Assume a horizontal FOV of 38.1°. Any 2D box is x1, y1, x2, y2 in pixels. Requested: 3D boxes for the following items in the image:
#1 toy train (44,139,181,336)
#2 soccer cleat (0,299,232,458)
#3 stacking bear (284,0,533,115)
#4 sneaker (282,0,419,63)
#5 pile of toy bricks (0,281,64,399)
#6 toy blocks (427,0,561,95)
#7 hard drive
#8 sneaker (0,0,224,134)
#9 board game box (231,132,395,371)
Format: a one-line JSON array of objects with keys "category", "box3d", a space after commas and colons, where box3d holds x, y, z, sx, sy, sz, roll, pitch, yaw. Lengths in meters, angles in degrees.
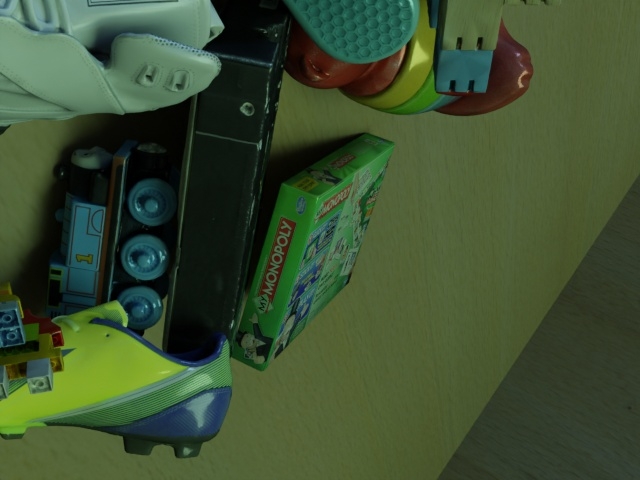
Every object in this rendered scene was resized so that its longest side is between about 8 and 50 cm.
[{"category": "toy train", "box3d": [-0.181, 0.000, 0.808, 0.080, 0.105, 0.184, -98, -163, -70]}, {"category": "soccer cleat", "box3d": [-0.212, 0.100, 0.752, 0.289, 0.093, 0.121, 11, 94, -19]}, {"category": "stacking bear", "box3d": [0.072, -0.217, 1.006, 0.289, 0.175, 0.164, -6, 164, -47]}, {"category": "sneaker", "box3d": [-0.023, -0.323, 0.792, 0.319, 0.127, 0.208, 55, 26, -34]}, {"category": "pile of toy bricks", "box3d": [-0.297, 0.055, 0.653, 0.212, 0.105, 0.118, -8, 126, -10]}, {"category": "toy blocks", "box3d": [0.152, -0.314, 0.854, 0.261, 0.190, 0.381, 90, 1, -50]}, {"category": "hard drive", "box3d": [-0.085, -0.050, 0.860, 0.237, 0.064, 0.339, -83, -177, -59]}, {"category": "sneaker", "box3d": [-0.170, -0.142, 0.453, 0.366, 0.210, 0.137, 57, 23, -83]}, {"category": "board game box", "box3d": [0.000, 0.000, 1.115, 0.317, 0.046, 0.214, -39, 148, -66]}]
